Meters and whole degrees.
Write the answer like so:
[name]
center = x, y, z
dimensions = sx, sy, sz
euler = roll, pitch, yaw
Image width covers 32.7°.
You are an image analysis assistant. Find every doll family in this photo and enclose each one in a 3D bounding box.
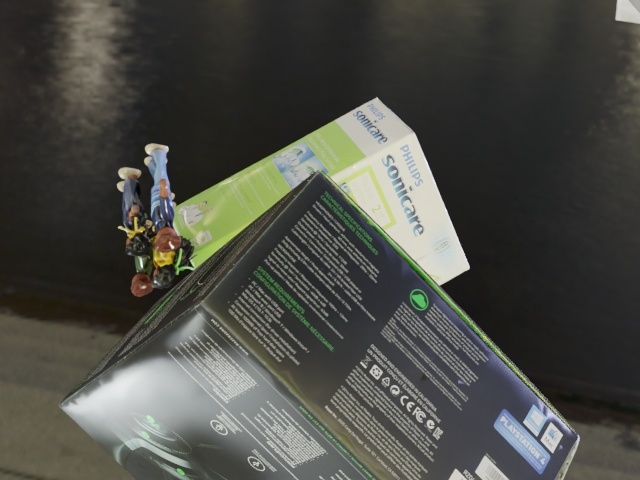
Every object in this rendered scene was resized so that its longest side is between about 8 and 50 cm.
[doll family]
center = -0.168, -0.009, 1.101
dimensions = 0.076, 0.193, 0.111
euler = -6, 60, 0

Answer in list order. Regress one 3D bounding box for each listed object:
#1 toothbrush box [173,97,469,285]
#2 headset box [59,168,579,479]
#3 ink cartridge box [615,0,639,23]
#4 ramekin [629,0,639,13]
[toothbrush box]
center = 0.000, 0.000, 1.271
dimensions = 0.283, 0.206, 0.122
euler = -29, 33, -5
[headset box]
center = -0.018, 0.128, 0.750
dimensions = 0.246, 0.283, 0.131
euler = 45, 53, -6
[ink cartridge box]
center = 0.276, -0.214, 0.887
dimensions = 0.062, 0.029, 0.115
euler = 11, -15, 16
[ramekin]
center = 0.226, -0.168, 0.567
dimensions = 0.277, 0.135, 0.277
euler = 45, 16, -17
